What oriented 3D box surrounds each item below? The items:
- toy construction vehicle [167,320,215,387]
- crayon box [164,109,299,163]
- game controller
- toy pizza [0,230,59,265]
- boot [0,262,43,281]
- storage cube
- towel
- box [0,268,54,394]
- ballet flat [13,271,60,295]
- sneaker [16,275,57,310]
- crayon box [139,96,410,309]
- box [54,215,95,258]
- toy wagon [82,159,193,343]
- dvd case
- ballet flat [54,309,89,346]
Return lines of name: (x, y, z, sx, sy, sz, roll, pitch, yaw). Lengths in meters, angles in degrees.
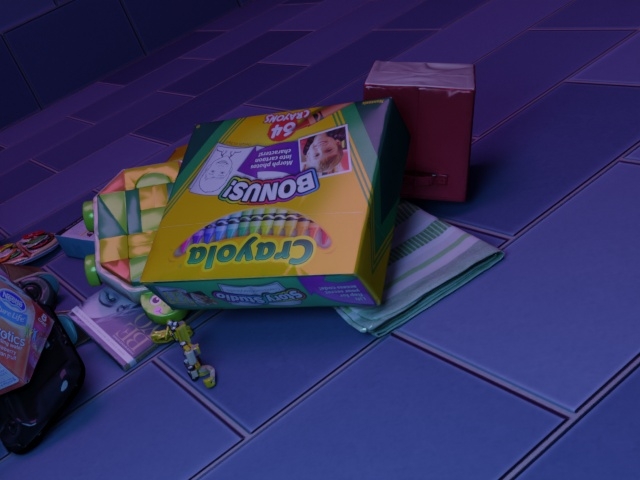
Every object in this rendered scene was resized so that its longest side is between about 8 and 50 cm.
toy construction vehicle: (-0.188, 0.166, 1.275, 0.035, 0.086, 0.098, -24, 24, -17)
crayon box: (-0.152, -0.103, 1.632, 0.318, 0.202, 0.081, -14, 26, 17)
game controller: (-0.471, 0.211, 1.395, 0.166, 0.067, 0.319, -43, 34, -9)
toy pizza: (-0.700, 0.019, 2.012, 0.201, 0.032, 0.201, -16, 19, 5)
boot: (-0.697, 0.092, 1.862, 0.115, 0.112, 0.305, -3, 3, -41)
storage cube: (0.168, -0.193, 1.478, 0.183, 0.193, 0.215, 4, 25, 8)
towel: (0.088, 0.019, 1.352, 0.247, 0.038, 0.325, -30, 32, -17)
box: (-0.594, 0.175, 1.355, 0.300, 0.154, 0.142, -23, 33, 22)
ballet flat: (-0.626, 0.122, 1.668, 0.086, 0.086, 0.248, 3, 13, 43)
sneaker: (-0.588, 0.182, 1.587, 0.267, 0.101, 0.106, -42, -11, -11)
crayon box: (-0.065, -0.052, 1.330, 0.362, 0.106, 0.313, -4, 54, 26)
box: (-0.467, -0.006, 1.865, 0.244, 0.060, 0.100, 6, 38, 46)
toy wagon: (-0.268, 0.011, 1.475, 0.267, 0.068, 0.344, -10, 55, -4)
dvd case: (-0.295, 0.108, 1.473, 0.164, 0.018, 0.221, 35, 58, 30)
ballet flat: (-0.425, 0.150, 1.542, 0.206, 0.073, 0.067, -14, -1, 13)
